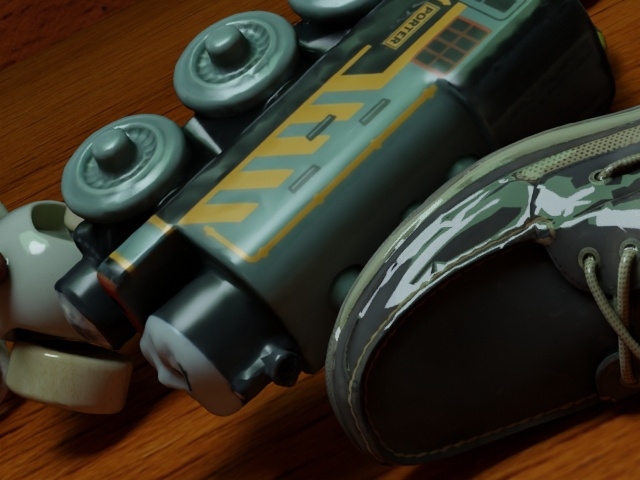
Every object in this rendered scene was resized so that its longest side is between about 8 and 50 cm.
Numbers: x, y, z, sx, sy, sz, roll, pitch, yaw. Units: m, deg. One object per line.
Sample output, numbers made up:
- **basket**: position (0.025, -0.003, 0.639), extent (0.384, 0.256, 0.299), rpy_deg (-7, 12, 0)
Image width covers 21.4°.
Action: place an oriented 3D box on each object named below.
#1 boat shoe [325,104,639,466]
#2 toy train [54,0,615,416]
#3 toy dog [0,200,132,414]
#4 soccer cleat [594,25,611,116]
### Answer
- **boat shoe**: position (0.164, 0.002, 0.835), extent (0.355, 0.132, 0.130), rpy_deg (-33, 21, -4)
- **toy train**: position (0.006, -0.048, 0.945), extent (0.334, 0.142, 0.190), rpy_deg (-43, 44, -14)
- **toy dog**: position (-0.240, 0.013, 1.183), extent (0.334, 0.161, 0.220), rpy_deg (-12, 68, 48)
- **soccer cleat**: position (0.165, -0.159, 1.297), extent (0.093, 0.121, 0.289), rpy_deg (-25, 18, 10)
